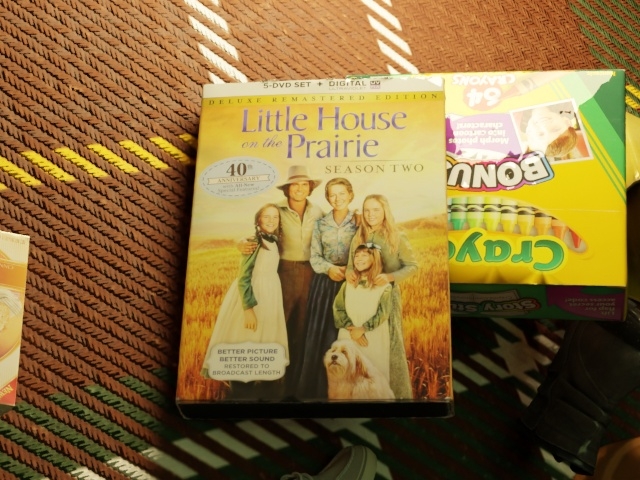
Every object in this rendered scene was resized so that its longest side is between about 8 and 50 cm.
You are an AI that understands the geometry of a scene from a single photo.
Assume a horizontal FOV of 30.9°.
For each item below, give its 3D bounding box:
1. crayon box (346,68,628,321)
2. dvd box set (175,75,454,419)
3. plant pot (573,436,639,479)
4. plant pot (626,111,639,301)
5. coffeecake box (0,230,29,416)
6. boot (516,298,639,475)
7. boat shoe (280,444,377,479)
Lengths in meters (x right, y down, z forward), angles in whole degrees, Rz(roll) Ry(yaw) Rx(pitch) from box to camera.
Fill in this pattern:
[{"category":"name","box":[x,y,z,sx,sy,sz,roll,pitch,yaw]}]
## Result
[{"category":"crayon box","box":[0.198,-0.061,1.454,0.363,0.106,0.313,0,58,13]},{"category":"dvd box set","box":[0.000,0.000,1.351,0.307,0.062,0.420,0,63,6]},{"category":"plant pot","box":[0.494,0.380,1.503,0.291,0.203,0.291,14,60,-26]},{"category":"plant pot","box":[0.458,-0.063,1.706,0.212,0.212,0.187,20,45,-24]},{"category":"coffeecake box","box":[-0.378,0.078,1.164,0.142,0.068,0.185,13,62,-29]},{"category":"boot","box":[0.329,0.160,1.535,0.118,0.338,0.223,30,98,-5]},{"category":"boat shoe","box":[-0.018,0.300,1.285,0.081,0.079,0.227,47,54,-11]}]
